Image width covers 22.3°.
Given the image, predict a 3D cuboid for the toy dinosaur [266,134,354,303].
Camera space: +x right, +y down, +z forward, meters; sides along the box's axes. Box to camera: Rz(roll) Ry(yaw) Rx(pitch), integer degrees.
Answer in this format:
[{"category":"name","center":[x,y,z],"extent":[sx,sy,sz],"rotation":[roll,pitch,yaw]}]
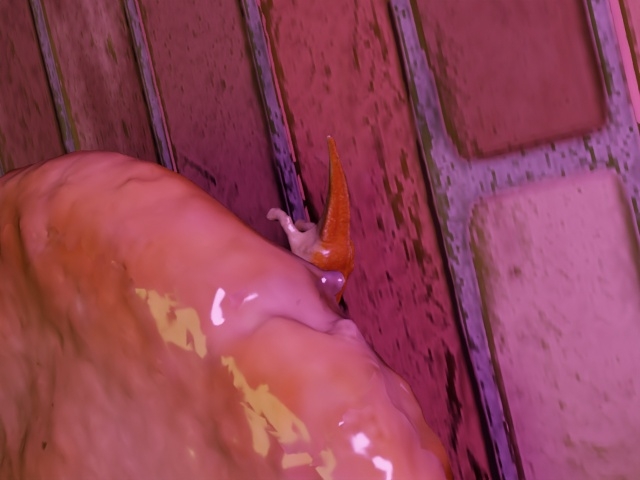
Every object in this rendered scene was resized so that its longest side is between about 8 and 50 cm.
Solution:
[{"category":"toy dinosaur","center":[-0.003,-0.001,0.641],"extent":[0.041,0.026,0.113],"rotation":[33,137,38]}]

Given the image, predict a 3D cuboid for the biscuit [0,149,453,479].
[{"category":"biscuit","center":[-0.071,0.175,0.717],"extent":[0.446,0.104,0.429],"rotation":[-23,88,56]}]
